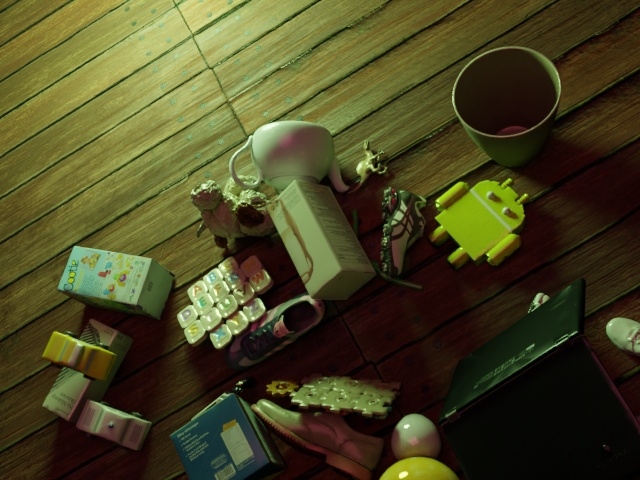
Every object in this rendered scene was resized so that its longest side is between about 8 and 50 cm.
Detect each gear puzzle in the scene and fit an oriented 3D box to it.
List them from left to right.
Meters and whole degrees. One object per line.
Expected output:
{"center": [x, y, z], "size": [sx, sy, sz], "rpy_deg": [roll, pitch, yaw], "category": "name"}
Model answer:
{"center": [0.019, 0.387, 1.828], "size": [0.338, 0.175, 0.044], "rpy_deg": [2, 107, 20], "category": "gear puzzle"}

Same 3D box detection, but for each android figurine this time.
{"center": [0.417, -0.050, 1.931], "size": [0.273, 0.056, 0.248], "rpy_deg": [-38, 60, 2], "category": "android figurine"}

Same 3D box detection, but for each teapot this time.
{"center": [-0.083, -0.213, 2.077], "size": [0.256, 0.252, 0.187], "rpy_deg": [-6, 77, 29], "category": "teapot"}

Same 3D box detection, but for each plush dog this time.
{"center": [-0.209, -0.069, 2.083], "size": [0.225, 0.262, 0.211], "rpy_deg": [7, 103, 32], "category": "plush dog"}

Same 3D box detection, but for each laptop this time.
{"center": [0.469, 0.346, 1.566], "size": [0.236, 0.408, 0.382], "rpy_deg": [47, 119, -3], "category": "laptop"}

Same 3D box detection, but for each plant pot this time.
{"center": [0.483, -0.305, 1.894], "size": [0.256, 0.274, 0.257], "rpy_deg": [-7, 65, 15], "category": "plant pot"}

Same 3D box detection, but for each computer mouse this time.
{"center": [-0.255, 0.428, 1.940], "size": [0.193, 0.106, 0.042], "rpy_deg": [-39, 87, 12], "category": "computer mouse"}

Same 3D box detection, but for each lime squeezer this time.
{"center": [0.139, 0.051, 1.992], "size": [0.110, 0.059, 0.310], "rpy_deg": [-22, 55, -26], "category": "lime squeezer"}

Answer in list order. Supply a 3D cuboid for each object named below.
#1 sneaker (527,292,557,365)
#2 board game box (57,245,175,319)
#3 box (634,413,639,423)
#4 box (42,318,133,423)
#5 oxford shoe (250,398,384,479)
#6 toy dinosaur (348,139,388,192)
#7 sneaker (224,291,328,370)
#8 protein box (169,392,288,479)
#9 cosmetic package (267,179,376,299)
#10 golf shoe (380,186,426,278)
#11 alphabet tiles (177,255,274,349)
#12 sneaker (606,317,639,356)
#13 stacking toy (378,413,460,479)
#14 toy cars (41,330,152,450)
{"center": [0.544, 0.266, 1.729], "size": [0.118, 0.110, 0.292], "rpy_deg": [-2, 68, 3], "category": "sneaker"}
{"center": [-0.589, 0.123, 2.149], "size": [0.275, 0.142, 0.144], "rpy_deg": [8, 70, 22], "category": "board game box"}
{"center": [0.616, 0.445, 1.567], "size": [0.261, 0.184, 0.103], "rpy_deg": [-19, 62, 11], "category": "box"}
{"center": [-0.652, 0.370, 2.089], "size": [0.113, 0.094, 0.275], "rpy_deg": [18, 74, 24], "category": "box"}
{"center": [-0.007, 0.464, 1.822], "size": [0.348, 0.123, 0.130], "rpy_deg": [25, 70, 18], "category": "oxford shoe"}
{"center": [0.140, -0.201, 2.104], "size": [0.092, 0.053, 0.183], "rpy_deg": [-4, 57, 34], "category": "toy dinosaur"}
{"center": [-0.124, 0.234, 1.933], "size": [0.319, 0.131, 0.112], "rpy_deg": [-36, 89, 3], "category": "sneaker"}
{"center": [-0.228, 0.527, 1.849], "size": [0.199, 0.136, 0.201], "rpy_deg": [-35, 61, 2], "category": "protein box"}
{"center": [0.000, 0.000, 1.949], "size": [0.129, 0.153, 0.296], "rpy_deg": [-43, 58, 28], "category": "cosmetic package"}
{"center": [0.218, -0.023, 1.944], "size": [0.120, 0.105, 0.273], "rpy_deg": [7, 57, 0], "category": "golf shoe"}
{"center": [-0.263, 0.163, 2.038], "size": [0.284, 0.021, 0.278], "rpy_deg": [-38, 41, 1], "category": "alphabet tiles"}
{"center": [0.744, 0.236, 1.667], "size": [0.212, 0.094, 0.080], "rpy_deg": [37, 84, 29], "category": "sneaker"}
{"center": [0.219, 0.593, 1.607], "size": [0.350, 0.351, 0.480], "rpy_deg": [-11, 49, 14], "category": "stacking toy"}
{"center": [-0.601, 0.400, 1.979], "size": [0.176, 0.087, 0.394], "rpy_deg": [-28, 83, -12], "category": "toy cars"}
